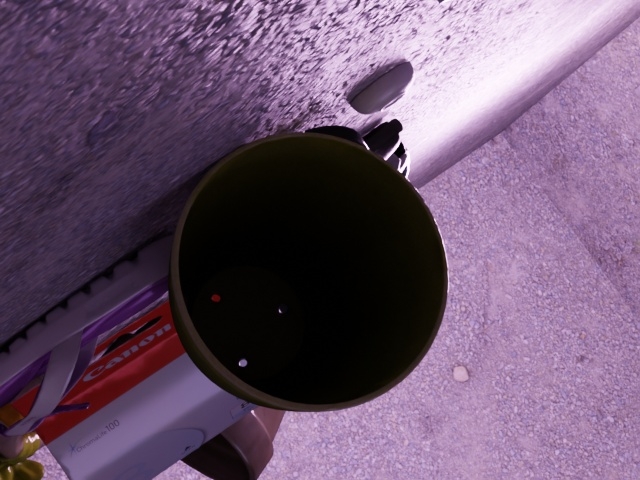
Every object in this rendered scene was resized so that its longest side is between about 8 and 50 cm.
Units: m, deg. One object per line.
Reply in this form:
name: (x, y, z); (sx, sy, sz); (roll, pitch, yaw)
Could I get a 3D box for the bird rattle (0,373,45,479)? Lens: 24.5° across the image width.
bird rattle: (-0.375, 0.239, 2.033); (0.253, 0.143, 0.207); (-37, 162, -32)

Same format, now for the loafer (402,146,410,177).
loafer: (0.047, -0.058, 2.389); (0.267, 0.096, 0.084); (-39, -179, 23)

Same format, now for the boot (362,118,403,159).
boot: (0.040, -0.088, 2.080); (0.137, 0.077, 0.198); (-40, 180, -29)

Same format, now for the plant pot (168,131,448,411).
plant pot: (-0.047, 0.062, 1.541); (0.275, 0.275, 0.293); (-35, 178, -22)

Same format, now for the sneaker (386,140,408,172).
sneaker: (0.075, -0.097, 2.221); (0.132, 0.086, 0.229); (-55, -166, -7)

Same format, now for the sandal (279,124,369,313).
sandal: (0.002, -0.001, 1.768); (0.167, 0.107, 0.446); (-31, 159, -11)

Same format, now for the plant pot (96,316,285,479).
plant pot: (-0.160, 0.196, 2.411); (0.280, 0.323, 0.323); (-53, -177, -23)

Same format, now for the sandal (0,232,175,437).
sandal: (-0.290, 0.145, 1.644); (0.416, 0.102, 0.169); (-39, 176, 12)

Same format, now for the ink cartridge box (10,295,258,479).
ink cartridge box: (-0.215, 0.206, 1.932); (0.308, 0.091, 0.385); (-33, 162, -9)

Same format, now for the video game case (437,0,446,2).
video game case: (0.234, -0.308, 1.309); (0.204, 0.025, 0.285); (-38, 176, 41)

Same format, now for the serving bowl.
serving bowl: (0.074, -0.166, 1.656); (0.083, 0.027, 0.083); (-35, 177, -2)
